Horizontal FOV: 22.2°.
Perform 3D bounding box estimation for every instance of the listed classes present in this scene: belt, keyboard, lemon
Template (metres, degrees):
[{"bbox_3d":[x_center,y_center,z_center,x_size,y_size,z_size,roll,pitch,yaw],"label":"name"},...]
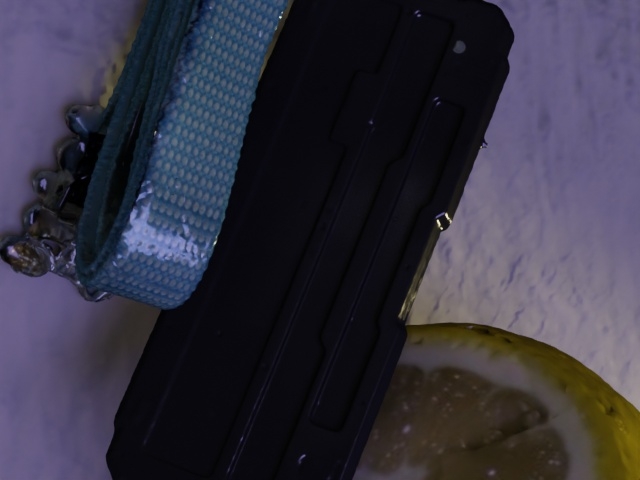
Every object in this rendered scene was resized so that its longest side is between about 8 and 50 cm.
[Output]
[{"bbox_3d":[-0.066,-0.060,0.704,0.065,0.100,0.179,25,79,-31],"label":"belt"},{"bbox_3d":[0.000,0.000,0.709,0.106,0.016,0.262,19,75,11],"label":"keyboard"},{"bbox_3d":[0.061,0.173,0.753,0.240,0.240,0.219,-37,139,-13],"label":"lemon"}]
